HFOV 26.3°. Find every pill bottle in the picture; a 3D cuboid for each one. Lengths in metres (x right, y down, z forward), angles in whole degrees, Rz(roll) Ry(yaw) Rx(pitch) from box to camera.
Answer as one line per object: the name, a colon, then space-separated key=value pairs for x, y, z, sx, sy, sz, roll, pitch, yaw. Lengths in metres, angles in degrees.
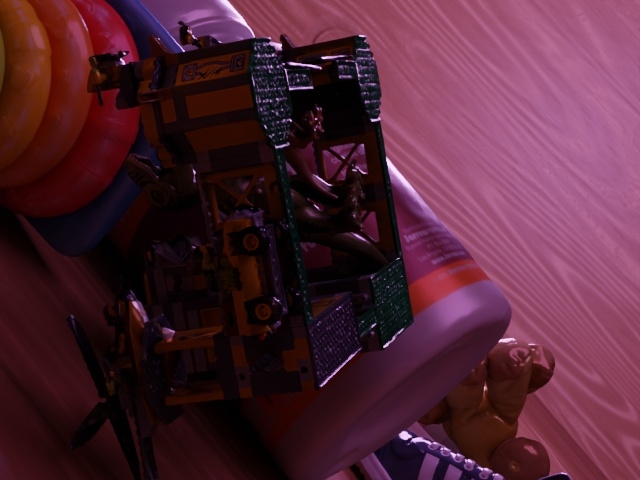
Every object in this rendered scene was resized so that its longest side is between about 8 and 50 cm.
pill bottle: x=-0.049 y=-0.020 z=1.115 sx=0.392 sy=0.224 sz=0.224 roll=50 pitch=8 yaw=17

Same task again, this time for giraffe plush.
giraffe plush: x=0.189 y=0.230 z=1.545 sx=0.210 sy=0.181 sz=0.170 roll=117 pitch=-38 yaw=-52

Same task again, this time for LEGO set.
LEGO set: x=-0.074 y=-0.010 z=0.854 sx=0.331 sy=0.192 sz=0.255 roll=-49 pitch=128 yaw=-69

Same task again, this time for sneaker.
sneaker: x=0.146 y=0.226 z=1.247 sx=0.282 sy=0.153 sz=0.099 roll=52 pitch=8 yaw=28

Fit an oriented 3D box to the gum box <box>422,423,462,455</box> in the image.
gum box: x=0.211 y=0.284 z=1.683 sx=0.188 sy=0.062 sz=0.107 roll=53 pitch=8 yaw=32

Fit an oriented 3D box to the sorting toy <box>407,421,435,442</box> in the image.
sorting toy: x=0.101 y=0.220 z=1.474 sx=0.083 sy=0.045 sz=0.075 roll=48 pitch=0 yaw=-8

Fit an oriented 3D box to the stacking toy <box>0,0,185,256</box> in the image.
stacking toy: x=-0.241 y=-0.105 z=0.861 sx=0.166 sy=0.175 sz=0.302 roll=46 pitch=19 yaw=27
